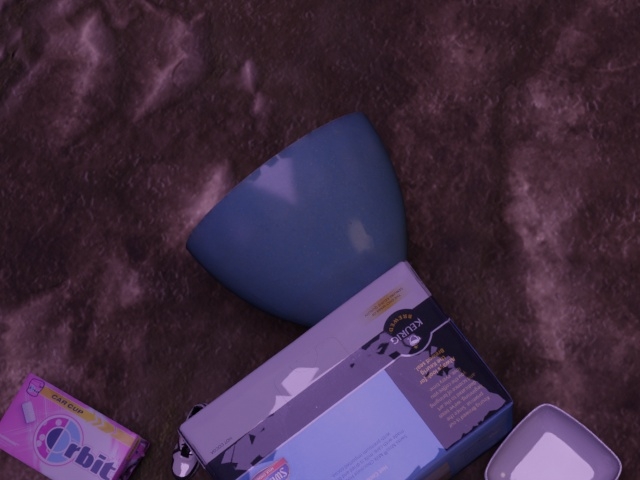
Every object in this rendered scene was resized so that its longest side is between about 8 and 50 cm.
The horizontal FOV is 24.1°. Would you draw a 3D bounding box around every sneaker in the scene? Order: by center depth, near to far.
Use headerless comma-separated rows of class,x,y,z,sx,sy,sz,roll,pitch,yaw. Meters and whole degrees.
sneaker,-0.174,0.265,1.992,0.040,0.044,0.109,15,78,9

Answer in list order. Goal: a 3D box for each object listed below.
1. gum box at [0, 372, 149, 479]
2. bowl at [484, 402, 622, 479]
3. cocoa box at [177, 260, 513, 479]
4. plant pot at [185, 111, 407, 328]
gum box,-0.332,0.271,2.001,0.188,0.062,0.107,28,79,14
bowl,0.295,0.297,1.915,0.142,0.053,0.142,40,82,15
cocoa box,0.042,0.237,1.872,0.347,0.231,0.228,-37,73,-4
plant pot,0.000,0.000,1.932,0.290,0.290,0.195,-36,82,-4
